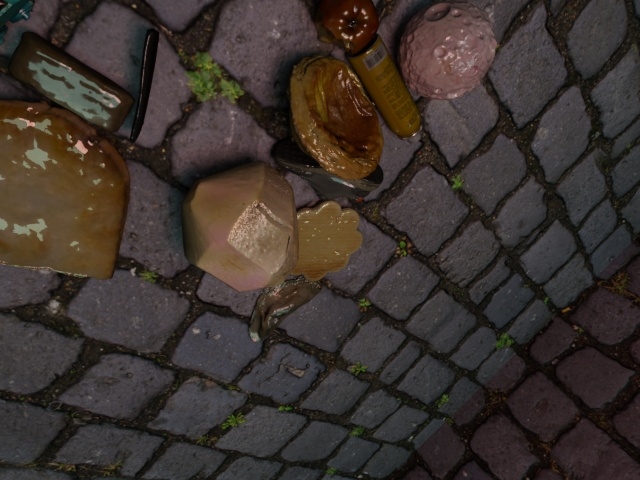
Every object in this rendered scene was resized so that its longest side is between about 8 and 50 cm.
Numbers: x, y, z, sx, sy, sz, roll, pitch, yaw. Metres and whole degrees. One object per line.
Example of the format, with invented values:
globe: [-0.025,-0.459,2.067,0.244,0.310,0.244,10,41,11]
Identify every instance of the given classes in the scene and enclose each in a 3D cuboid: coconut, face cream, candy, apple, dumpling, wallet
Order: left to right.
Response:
candy: [-0.538,-0.338,0.893,0.234,0.102,0.104,28,104,-38]
wallet: [-0.403,-0.353,0.934,0.025,0.124,0.244,13,113,-23]
coconut: [-0.209,-0.044,1.100,0.353,0.352,0.352,-12,123,-19]
dumpling: [-0.139,0.236,1.445,0.332,0.086,0.166,-43,130,-2]
apple: [0.072,-0.552,1.020,0.147,0.158,0.156,-43,123,1]
face cream: [0.207,-0.423,1.196,0.105,0.105,0.348,-42,128,3]

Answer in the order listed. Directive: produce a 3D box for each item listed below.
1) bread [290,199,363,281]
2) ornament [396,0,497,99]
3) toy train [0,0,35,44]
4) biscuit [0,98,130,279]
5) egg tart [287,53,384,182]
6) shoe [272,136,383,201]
bread: [0.000,0.000,1.384,0.316,0.054,0.316,-11,123,-18]
ornament: [0.337,-0.517,1.102,0.259,0.259,0.225,-40,141,2]
toy train: [-0.630,-0.436,0.758,0.198,0.154,0.107,-41,124,3]
biscuit: [-0.686,-0.112,0.959,0.429,0.104,0.446,9,117,-30]
egg tart: [0.026,-0.316,1.097,0.352,0.150,0.351,15,67,-39]
shoe: [0.009,-0.197,1.240,0.337,0.132,0.171,14,144,-14]
